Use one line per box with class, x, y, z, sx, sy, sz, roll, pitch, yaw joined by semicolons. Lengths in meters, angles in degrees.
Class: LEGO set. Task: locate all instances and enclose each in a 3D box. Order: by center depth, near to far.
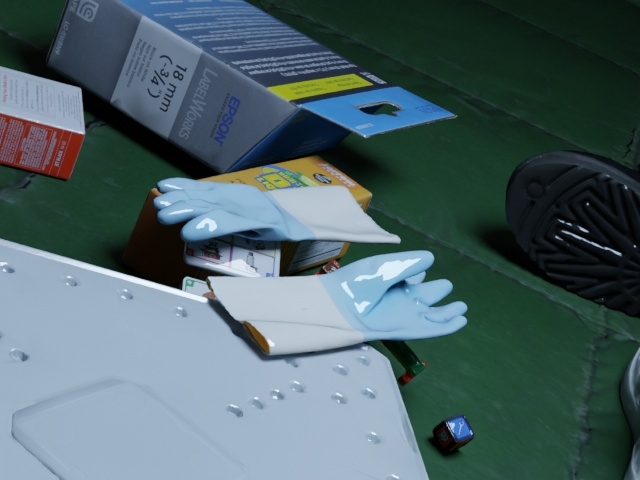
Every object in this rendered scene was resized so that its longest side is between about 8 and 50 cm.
LEGO set;0.000;0.089;1.056;0.244;0.060;0.182;16;52;-20

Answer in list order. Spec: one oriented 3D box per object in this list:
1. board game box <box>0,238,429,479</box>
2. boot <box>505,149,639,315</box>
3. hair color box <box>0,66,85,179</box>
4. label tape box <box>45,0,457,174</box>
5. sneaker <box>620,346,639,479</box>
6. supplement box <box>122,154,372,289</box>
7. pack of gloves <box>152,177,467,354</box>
board game box;-0.113;0.136;0.782;0.390;0.050;0.390;17;24;-18
boot;0.345;-0.032;1.492;0.348;0.131;0.260;29;30;-13
hair color box;-0.292;-0.113;1.209;0.167;0.053;0.093;15;27;-20
label tape box;-0.065;-0.147;1.387;0.333;0.106;0.240;32;22;18
sneaker;0.328;0.109;1.169;0.108;0.169;0.292;23;24;3
supplement box;-0.056;-0.013;1.184;0.078;0.080;0.233;36;26;23
pack of gloves;0.000;0.000;1.042;0.232;0.046;0.195;-1;38;-45
